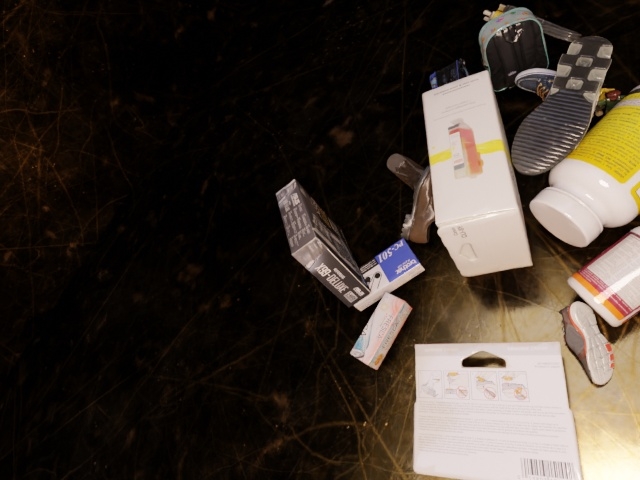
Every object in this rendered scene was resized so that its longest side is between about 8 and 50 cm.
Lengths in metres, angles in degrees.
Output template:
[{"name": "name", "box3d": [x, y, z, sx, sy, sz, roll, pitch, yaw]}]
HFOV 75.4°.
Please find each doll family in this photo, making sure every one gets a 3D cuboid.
[{"name": "doll family", "box3d": [0.636, -0.332, 1.016, 0.193, 0.111, 0.075, -14, 57, 28]}]

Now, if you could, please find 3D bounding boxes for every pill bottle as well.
[{"name": "pill bottle", "box3d": [0.618, -0.151, 0.867, 0.334, 0.188, 0.188, -44, 48, 3]}, {"name": "pill bottle", "box3d": [0.599, 0.051, 0.777, 0.221, 0.121, 0.121, -45, 47, 18]}]

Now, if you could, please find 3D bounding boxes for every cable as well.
[{"name": "cable", "box3d": [0.632, -0.633, 1.238, 0.287, 0.140, 0.072, 42, 127, 24]}]

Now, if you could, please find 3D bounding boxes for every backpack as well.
[{"name": "backpack", "box3d": [0.397, -0.404, 1.200, 0.117, 0.158, 0.173, -17, 66, 36]}, {"name": "backpack", "box3d": [0.535, -0.547, 1.162, 0.166, 0.188, 0.144, -16, 55, 26]}]

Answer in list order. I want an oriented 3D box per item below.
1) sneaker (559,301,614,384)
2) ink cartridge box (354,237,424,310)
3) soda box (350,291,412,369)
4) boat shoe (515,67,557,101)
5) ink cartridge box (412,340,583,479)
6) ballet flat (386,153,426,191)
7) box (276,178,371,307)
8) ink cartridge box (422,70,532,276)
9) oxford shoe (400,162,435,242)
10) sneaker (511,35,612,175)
[{"name": "sneaker", "box3d": [0.520, 0.202, 0.818, 0.061, 0.065, 0.157, -3, 72, -14]}, {"name": "ink cartridge box", "box3d": [0.166, 0.093, 1.119, 0.207, 0.046, 0.097, -35, 49, 12]}, {"name": "soda box", "box3d": [0.154, 0.225, 1.039, 0.063, 0.058, 0.183, 24, 77, 41]}, {"name": "boat shoe", "box3d": [0.606, -0.404, 1.107, 0.184, 0.065, 0.083, 20, 75, 35]}, {"name": "ink cartridge box", "box3d": [0.340, 0.343, 0.836, 0.297, 0.066, 0.260, -9, 58, 29]}, {"name": "ballet flat", "box3d": [0.286, -0.173, 1.199, 0.084, 0.058, 0.250, -54, 49, 15]}, {"name": "box", "box3d": [0.000, 0.000, 1.112, 0.077, 0.242, 0.307, -36, 34, 11]}, {"name": "ink cartridge box", "box3d": [0.368, -0.146, 0.973, 0.161, 0.279, 0.383, -12, 58, 27]}, {"name": "oxford shoe", "box3d": [0.292, -0.100, 1.101, 0.096, 0.083, 0.226, 19, 108, 21]}, {"name": "sneaker", "box3d": [0.533, -0.265, 0.914, 0.123, 0.146, 0.330, 30, 84, 28]}]
